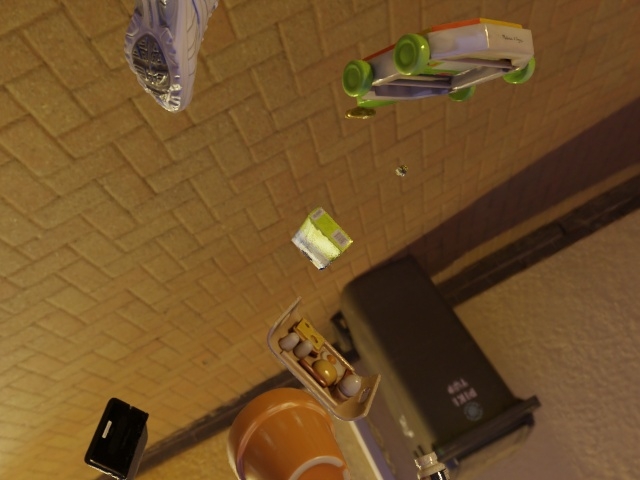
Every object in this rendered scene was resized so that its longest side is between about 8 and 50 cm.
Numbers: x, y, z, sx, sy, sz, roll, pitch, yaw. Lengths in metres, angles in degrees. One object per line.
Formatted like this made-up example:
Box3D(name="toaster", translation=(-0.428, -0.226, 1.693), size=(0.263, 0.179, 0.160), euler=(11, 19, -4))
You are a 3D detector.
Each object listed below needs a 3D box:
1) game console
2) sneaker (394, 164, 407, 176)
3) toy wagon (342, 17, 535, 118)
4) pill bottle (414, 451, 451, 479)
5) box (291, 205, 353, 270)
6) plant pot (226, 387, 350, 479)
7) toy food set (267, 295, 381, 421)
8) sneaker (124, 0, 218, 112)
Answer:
Box3D(name="game console", translation=(-0.330, 0.340, 1.016), size=(0.107, 0.122, 0.071), euler=(34, 124, -20))
Box3D(name="sneaker", translation=(0.253, -0.220, 1.917), size=(0.035, 0.031, 0.083), euler=(-34, -168, -1))
Box3D(name="toy wagon", translation=(0.163, -0.269, 1.012), size=(0.267, 0.068, 0.344), euler=(-7, -179, -37))
Box3D(name="pill bottle", translation=(0.257, 0.540, 1.390), size=(0.067, 0.120, 0.067), euler=(-20, 161, -7))
Box3D(name="box", translation=(0.000, 0.000, 1.376), size=(0.042, 0.109, 0.178), euler=(-42, 178, -21))
Box3D(name="plant pot", translation=(-0.044, 0.399, 1.124), size=(0.205, 0.188, 0.205), euler=(-6, 104, -25))
Box3D(name="toy food set", translation=(0.017, 0.284, 1.550), size=(0.092, 0.306, 0.220), euler=(-44, 180, 21))
Box3D(name="sneaker", translation=(-0.145, -0.244, 0.665), size=(0.115, 0.090, 0.232), euler=(-41, 156, -38))
